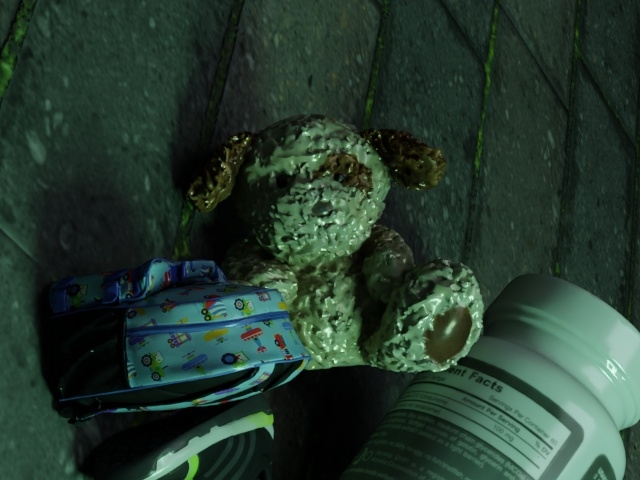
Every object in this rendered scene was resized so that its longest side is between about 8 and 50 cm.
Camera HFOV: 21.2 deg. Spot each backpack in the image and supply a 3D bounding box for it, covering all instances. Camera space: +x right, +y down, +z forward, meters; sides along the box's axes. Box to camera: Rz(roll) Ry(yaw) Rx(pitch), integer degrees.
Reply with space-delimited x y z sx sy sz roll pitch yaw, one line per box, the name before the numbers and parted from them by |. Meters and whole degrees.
backpack | -0.102 0.072 1.312 0.158 0.173 0.117 1 79 -60

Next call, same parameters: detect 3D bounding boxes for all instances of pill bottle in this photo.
pill bottle | 0.143 0.218 1.534 0.363 0.210 0.210 -50 128 -23

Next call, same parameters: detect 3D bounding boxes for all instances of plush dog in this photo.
plush dog | 0.000 0.000 1.519 0.210 0.262 0.225 -142 -132 -83

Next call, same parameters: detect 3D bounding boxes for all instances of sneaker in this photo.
sneaker | -0.093 0.187 1.379 0.235 0.084 0.097 -15 94 -62
